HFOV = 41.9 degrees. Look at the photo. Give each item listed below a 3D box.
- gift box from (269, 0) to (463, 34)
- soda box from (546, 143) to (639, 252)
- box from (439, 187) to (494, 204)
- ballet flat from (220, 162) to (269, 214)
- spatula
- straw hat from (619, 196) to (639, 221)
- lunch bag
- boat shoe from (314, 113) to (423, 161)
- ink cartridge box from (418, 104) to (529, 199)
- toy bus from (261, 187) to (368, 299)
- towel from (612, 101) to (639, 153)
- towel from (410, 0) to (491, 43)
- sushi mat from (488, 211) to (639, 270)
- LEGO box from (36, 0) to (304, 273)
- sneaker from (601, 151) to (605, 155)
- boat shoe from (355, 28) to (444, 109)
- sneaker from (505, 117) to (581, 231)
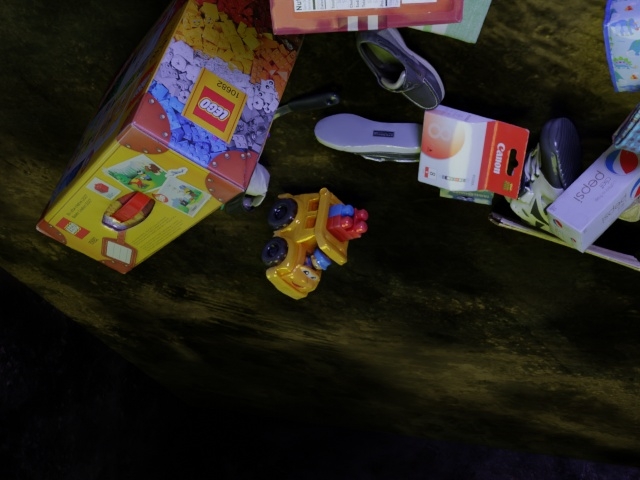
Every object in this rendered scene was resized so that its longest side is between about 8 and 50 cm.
[{"bbox_3d":[0.065,-0.394,0.963,0.276,0.258,0.255,0,134,-1],"label":"gift box"},{"bbox_3d":[0.472,-0.085,1.372,0.074,0.216,0.069,40,169,35],"label":"soda box"},{"bbox_3d":[0.279,-0.139,1.574,0.109,0.042,0.178,11,152,14],"label":"box"},{"bbox_3d":[-0.162,-0.128,1.815,0.096,0.095,0.280,10,164,-7],"label":"ballet flat"},{"bbox_3d":[-0.074,-0.244,1.599,0.296,0.030,0.084,-11,139,43],"label":"spatula"},{"bbox_3d":[0.564,-0.068,1.519,0.144,0.061,0.144,14,153,8],"label":"straw hat"},{"bbox_3d":[0.468,-0.271,1.161,0.128,0.096,0.151,1,139,28],"label":"lunch bag"},{"bbox_3d":[0.097,-0.181,1.565,0.219,0.078,0.070,9,151,12],"label":"boat shoe"},{"bbox_3d":[0.262,-0.146,1.460,0.179,0.045,0.145,22,131,25],"label":"ink cartridge box"},{"bbox_3d":[0.000,0.000,1.818,0.211,0.220,0.149,-11,146,32],"label":"toy bus"},{"bbox_3d":[0.600,-0.221,1.098,0.271,0.040,0.370,15,137,-12],"label":"towel"},{"bbox_3d":[0.095,-0.409,1.194,0.324,0.038,0.248,15,153,2],"label":"towel"},{"bbox_3d":[0.490,0.003,1.660,0.316,0.019,0.151,18,-171,-1],"label":"sushi mat"},{"bbox_3d":[-0.260,-0.198,1.424,0.193,0.373,0.500,30,150,-22],"label":"LEGO box"},{"bbox_3d":[0.486,-0.073,1.455,0.065,0.166,0.076,28,168,13],"label":"sneaker"},{"bbox_3d":[0.124,-0.278,1.372,0.080,0.073,0.223,-8,143,39],"label":"boat shoe"},{"bbox_3d":[0.390,-0.101,1.491,0.146,0.122,0.330,8,154,24],"label":"sneaker"}]
